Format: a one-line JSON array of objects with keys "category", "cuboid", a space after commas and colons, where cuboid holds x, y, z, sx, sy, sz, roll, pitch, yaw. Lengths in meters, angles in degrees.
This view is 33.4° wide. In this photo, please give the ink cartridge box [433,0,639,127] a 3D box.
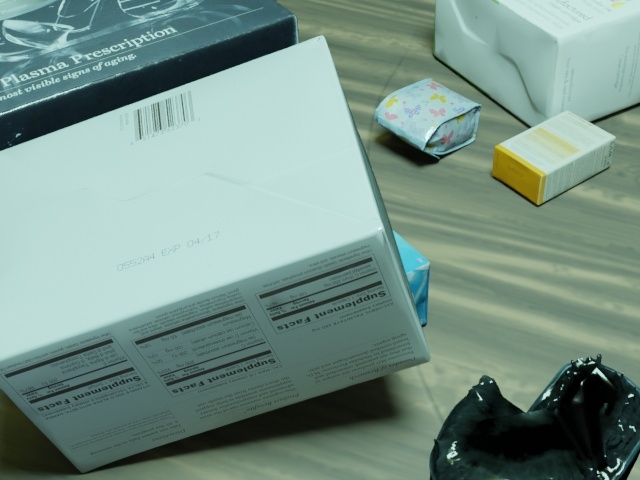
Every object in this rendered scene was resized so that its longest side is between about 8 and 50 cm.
[{"category": "ink cartridge box", "cuboid": [0.322, -0.254, 1.133, 0.353, 0.119, 0.207, -22, 43, -22]}]

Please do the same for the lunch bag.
[{"category": "lunch bag", "cuboid": [0.101, -0.115, 1.030, 0.071, 0.053, 0.083, 33, 41, 32]}]

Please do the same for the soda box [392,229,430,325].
[{"category": "soda box", "cuboid": [0.000, 0.000, 0.884, 0.071, 0.067, 0.210, -24, 43, -24]}]

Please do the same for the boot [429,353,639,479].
[{"category": "boot", "cuboid": [0.059, 0.179, 0.554, 0.246, 0.207, 0.094, -24, 44, -23]}]

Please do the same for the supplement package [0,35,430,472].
[{"category": "supplement package", "cuboid": [-0.082, 0.009, 0.751, 0.261, 0.145, 0.204, -18, 46, 5]}]

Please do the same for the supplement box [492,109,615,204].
[{"category": "supplement box", "cuboid": [0.216, -0.078, 0.990, 0.098, 0.036, 0.062, -26, 45, -26]}]

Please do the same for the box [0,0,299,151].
[{"category": "box", "cuboid": [-0.240, -0.140, 0.978, 0.343, 0.179, 0.312, -24, 43, -25]}]
